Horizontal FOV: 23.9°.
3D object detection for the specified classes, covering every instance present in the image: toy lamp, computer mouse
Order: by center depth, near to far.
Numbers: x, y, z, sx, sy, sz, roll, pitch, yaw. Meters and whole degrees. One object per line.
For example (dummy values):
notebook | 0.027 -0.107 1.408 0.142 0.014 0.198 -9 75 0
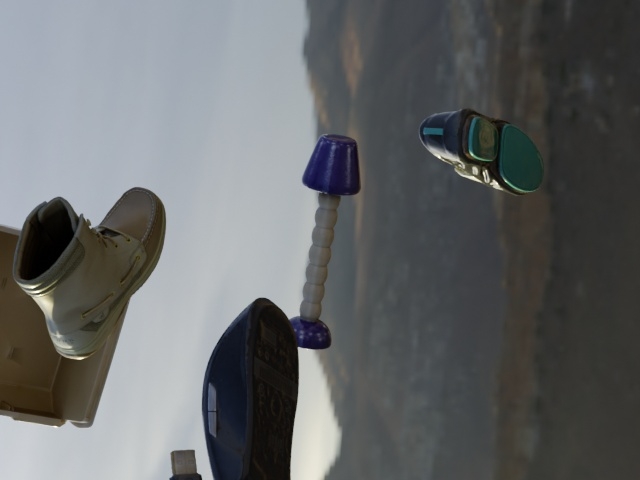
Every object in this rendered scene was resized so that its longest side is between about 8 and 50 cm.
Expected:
computer mouse | -0.079 0.164 1.173 0.184 0.060 0.262 33 -126 -61
toy lamp | 0.000 0.000 1.948 0.080 0.080 0.274 -72 -7 -76

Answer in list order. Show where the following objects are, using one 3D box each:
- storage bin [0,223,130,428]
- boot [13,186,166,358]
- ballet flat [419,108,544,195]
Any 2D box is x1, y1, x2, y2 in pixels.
storage bin | -0.412 0.111 2.018 0.123 0.262 0.260 18 92 52
boot | -0.242 -0.001 1.602 0.213 0.077 0.165 -64 -25 -27
ballet flat | 0.218 -0.128 2.081 0.280 0.096 0.095 24 -106 -59
